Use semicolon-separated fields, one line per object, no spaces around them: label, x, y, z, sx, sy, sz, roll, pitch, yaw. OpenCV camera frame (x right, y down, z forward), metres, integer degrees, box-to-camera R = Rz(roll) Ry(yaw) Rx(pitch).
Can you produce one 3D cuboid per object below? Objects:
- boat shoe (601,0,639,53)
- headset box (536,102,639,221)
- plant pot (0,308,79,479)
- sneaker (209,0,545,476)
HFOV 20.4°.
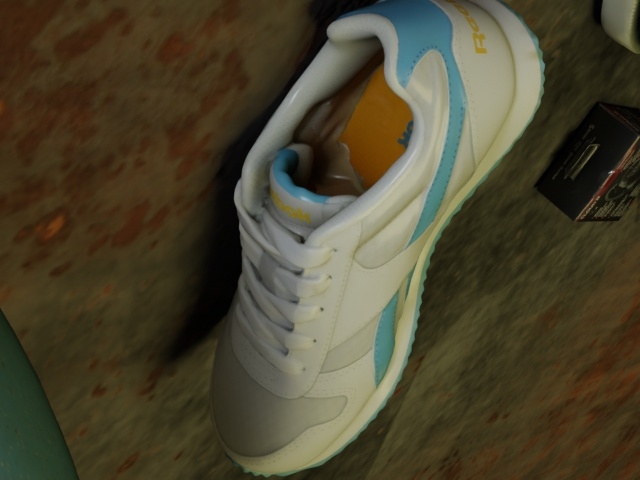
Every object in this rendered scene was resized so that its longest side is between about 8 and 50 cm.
boat shoe;0.221;-0.183;0.765;0.127;0.113;0.340;-31;153;-34
headset box;0.162;-0.043;1.008;0.062;0.032;0.083;-56;156;19
plant pot;-0.165;0.138;0.484;0.290;0.195;0.290;-40;157;-20
sneaker;0.000;0.000;0.723;0.092;0.087;0.229;-6;128;-50
